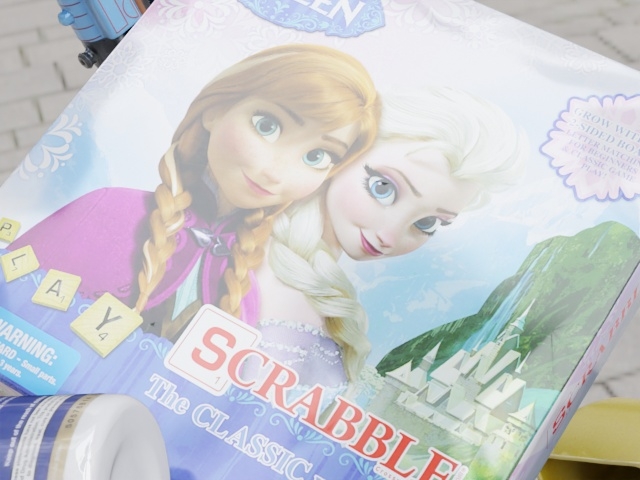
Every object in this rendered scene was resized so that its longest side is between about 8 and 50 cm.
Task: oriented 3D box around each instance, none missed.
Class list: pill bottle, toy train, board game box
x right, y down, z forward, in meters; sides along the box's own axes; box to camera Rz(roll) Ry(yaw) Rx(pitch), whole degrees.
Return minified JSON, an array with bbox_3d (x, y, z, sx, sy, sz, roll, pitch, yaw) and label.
[{"bbox_3d":[-0.160,0.116,0.660,0.169,0.094,0.094,-3,31,16],"label":"pill bottle"},{"bbox_3d":[-0.166,-0.208,1.121,0.105,0.184,0.080,-43,41,-21],"label":"toy train"},{"bbox_3d":[0.000,0.000,0.782,0.318,0.066,0.318,27,67,20],"label":"board game box"}]

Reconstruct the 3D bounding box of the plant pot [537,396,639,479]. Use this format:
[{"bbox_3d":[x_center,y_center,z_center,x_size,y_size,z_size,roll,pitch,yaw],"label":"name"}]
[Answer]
[{"bbox_3d":[0.194,0.143,0.934,0.081,0.081,0.083,-1,32,38],"label":"plant pot"}]
